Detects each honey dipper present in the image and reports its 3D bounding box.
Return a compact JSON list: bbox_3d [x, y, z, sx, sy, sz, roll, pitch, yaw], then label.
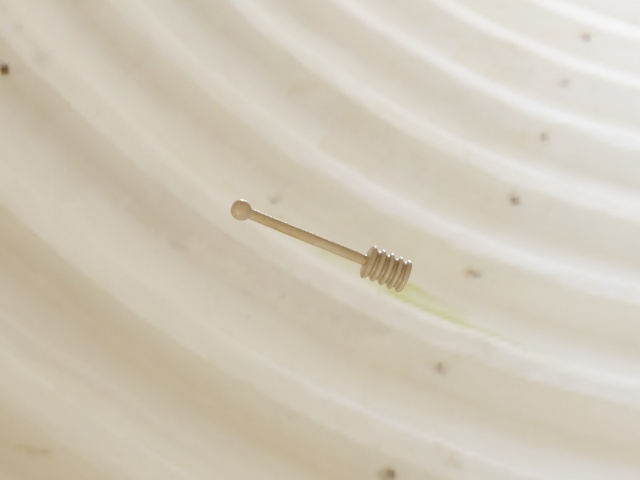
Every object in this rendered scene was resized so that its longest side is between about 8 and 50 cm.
[{"bbox_3d":[0.000,0.000,1.191,0.030,0.161,0.030,-156,90,-81],"label":"honey dipper"}]
